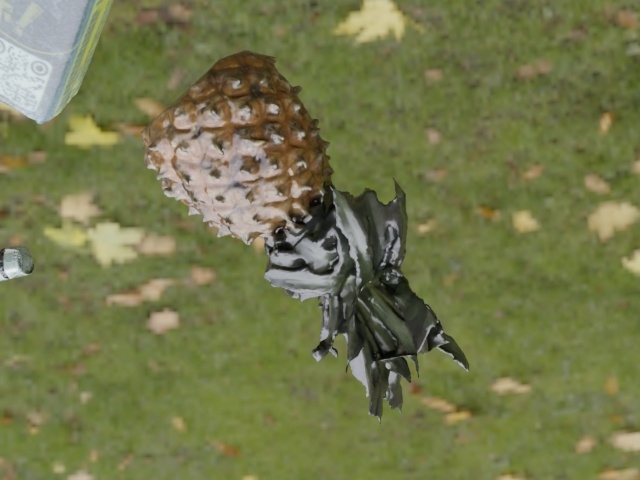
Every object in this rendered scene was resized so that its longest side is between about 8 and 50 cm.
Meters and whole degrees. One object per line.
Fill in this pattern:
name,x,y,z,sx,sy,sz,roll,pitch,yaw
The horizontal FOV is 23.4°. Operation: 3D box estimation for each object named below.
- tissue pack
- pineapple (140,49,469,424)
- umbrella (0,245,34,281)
tissue pack,-0.239,-0.231,1.162,0.185,0.081,0.257,31,132,0
pineapple,0.002,-0.003,1.389,0.165,0.364,0.165,-42,-178,2
umbrella,-0.382,0.037,1.582,0.188,0.046,0.050,-9,178,22
